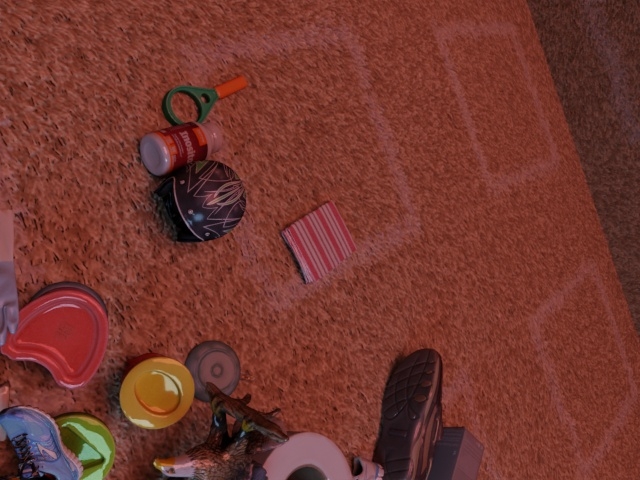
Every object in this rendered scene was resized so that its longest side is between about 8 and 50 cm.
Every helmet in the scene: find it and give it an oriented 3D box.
[{"bbox_3d":[-0.223,-0.076,1.194,0.169,0.161,0.170,11,75,-44],"label":"helmet"}]

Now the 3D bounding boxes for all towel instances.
[{"bbox_3d":[0.000,0.000,1.483,0.197,0.029,0.144,-35,103,-45],"label":"towel"}]

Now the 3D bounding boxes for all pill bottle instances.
[{"bbox_3d":[-0.273,-0.188,1.238,0.152,0.086,0.086,-29,99,-43],"label":"pill bottle"}]

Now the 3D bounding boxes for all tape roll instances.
[{"bbox_3d":[-0.079,0.486,1.175,0.246,0.169,0.246,13,70,-39],"label":"tape roll"}]

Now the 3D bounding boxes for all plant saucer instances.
[{"bbox_3d":[-0.205,0.254,1.210,0.119,0.021,0.120,8,75,-31],"label":"plant saucer"}]

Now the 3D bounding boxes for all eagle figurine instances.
[{"bbox_3d":[-0.188,0.392,1.002,0.225,0.226,0.299,22,89,-10],"label":"eagle figurine"}]

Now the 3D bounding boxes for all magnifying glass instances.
[{"bbox_3d":[-0.243,-0.308,1.341,0.231,0.026,0.092,-39,105,-43],"label":"magnifying glass"}]

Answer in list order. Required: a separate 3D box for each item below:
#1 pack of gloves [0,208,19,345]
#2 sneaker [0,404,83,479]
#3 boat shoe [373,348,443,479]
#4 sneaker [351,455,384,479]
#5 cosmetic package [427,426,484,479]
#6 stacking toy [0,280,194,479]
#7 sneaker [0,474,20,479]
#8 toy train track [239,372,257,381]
[{"bbox_3d":[-0.552,0.066,0.912,0.195,0.046,0.232,-4,63,-25],"label":"pack of gloves"},{"bbox_3d":[-0.413,0.310,0.905,0.162,0.063,0.073,59,21,-16],"label":"sneaker"},{"bbox_3d":[0.229,0.441,1.518,0.130,0.132,0.356,39,63,-40],"label":"boat shoe"},{"bbox_3d":[0.073,0.565,1.372,0.083,0.071,0.191,41,45,-20],"label":"sneaker"},{"bbox_3d":[0.304,0.589,1.532,0.107,0.127,0.238,48,49,-23],"label":"cosmetic package"},{"bbox_3d":[-0.401,0.236,1.025,0.279,0.130,0.309,-47,110,-12],"label":"stacking toy"},{"bbox_3d":[-0.479,0.371,0.892,0.225,0.088,0.093,43,62,-37],"label":"sneaker"},{"bbox_3d":[-0.167,0.273,1.256,0.083,0.014,0.048,20,72,-31],"label":"toy train track"}]
